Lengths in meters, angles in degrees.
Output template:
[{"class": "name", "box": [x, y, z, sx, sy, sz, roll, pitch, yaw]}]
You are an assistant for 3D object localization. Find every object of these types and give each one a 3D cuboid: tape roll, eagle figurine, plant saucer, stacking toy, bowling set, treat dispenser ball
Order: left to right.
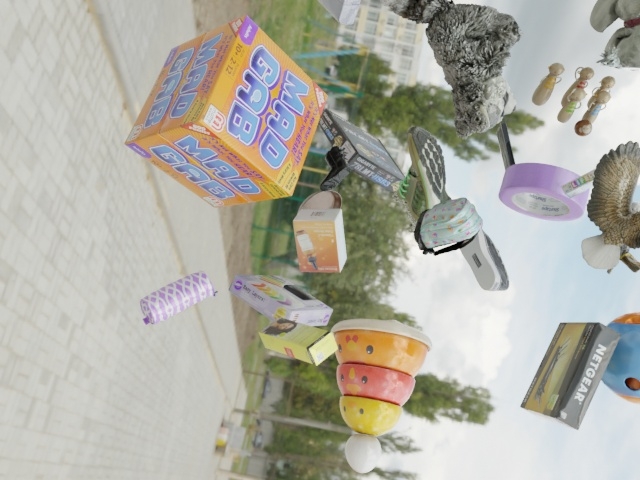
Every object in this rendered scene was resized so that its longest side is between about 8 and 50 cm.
[{"class": "plant saucer", "box": [-0.009, -0.098, 2.086, 0.029, 0.168, 0.168, 50, -37, 34]}, {"class": "stacking toy", "box": [0.177, 0.519, 2.167, 0.350, 0.350, 0.480, 106, -7, -69]}, {"class": "tape roll", "box": [0.732, -0.156, 2.152, 0.275, 0.274, 0.090, 110, 0, -78]}, {"class": "bowling set", "box": [0.842, -0.442, 2.073, 0.154, 0.287, 0.200, 110, -29, -47]}, {"class": "eagle figurine", "box": [0.791, -0.072, 1.657, 0.225, 0.226, 0.298, -85, -178, -51]}, {"class": "treat dispenser ball", "box": [1.006, 0.367, 2.043, 0.288, 0.288, 0.288, -168, -90, -88]}]

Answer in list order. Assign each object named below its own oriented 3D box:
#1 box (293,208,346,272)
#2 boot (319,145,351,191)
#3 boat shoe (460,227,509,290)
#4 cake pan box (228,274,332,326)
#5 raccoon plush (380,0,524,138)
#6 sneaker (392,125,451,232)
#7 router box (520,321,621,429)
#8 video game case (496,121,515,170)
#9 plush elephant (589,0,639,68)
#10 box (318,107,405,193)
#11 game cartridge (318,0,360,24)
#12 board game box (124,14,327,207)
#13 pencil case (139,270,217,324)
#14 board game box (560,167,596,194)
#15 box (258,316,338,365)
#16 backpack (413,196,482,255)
[{"class": "box", "box": [0.000, 0.000, 1.943, 0.091, 0.130, 0.170, -61, 148, -61]}, {"class": "boot", "box": [0.034, -0.213, 1.912, 0.121, 0.045, 0.099, -40, -130, 23]}, {"class": "boat shoe", "box": [0.572, 0.045, 2.281, 0.108, 0.102, 0.301, -52, -137, 39]}, {"class": "cake pan box", "box": [-0.120, 0.193, 2.092, 0.267, 0.245, 0.070, 8, 111, -58]}, {"class": "raccoon plush", "box": [0.322, -0.463, 1.742, 0.216, 0.446, 0.299, 24, 88, -81]}, {"class": "sneaker", "box": [0.300, -0.161, 2.071, 0.158, 0.182, 0.410, -54, 135, -47]}, {"class": "router box", "box": [0.744, 0.397, 1.967, 0.309, 0.081, 0.243, -61, -178, -10]}, {"class": "video game case", "box": [0.714, -0.296, 2.479, 0.196, 0.026, 0.274, 2, 74, -79]}, {"class": "plush elephant", "box": [0.961, -0.642, 1.951, 0.272, 0.330, 0.255, 25, -65, 57]}, {"class": "box", "box": [0.152, -0.315, 2.339, 0.073, 0.295, 0.293, -47, -137, 22]}, {"class": "game cartridge", "box": [0.056, -0.707, 1.631, 0.198, 0.062, 0.297, -116, -154, -45]}, {"class": "board game box", "box": [-0.263, -0.349, 1.885, 0.356, 0.356, 0.356, -5, -122, 43]}, {"class": "pencil case", "box": [-0.393, 0.157, 1.803, 0.086, 0.206, 0.088, 56, -31, 17]}, {"class": "board game box", "box": [0.737, -0.159, 1.839, 0.154, 0.103, 0.026, 2, 61, -65]}, {"class": "box", "box": [-0.064, 0.268, 1.763, 0.087, 0.232, 0.058, -33, 115, -34]}, {"class": "backpack", "box": [0.362, -0.046, 1.856, 0.182, 0.115, 0.152, -13, -140, 41]}]
